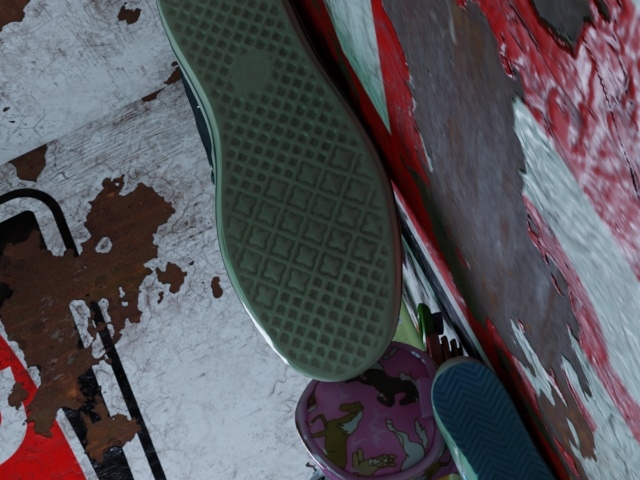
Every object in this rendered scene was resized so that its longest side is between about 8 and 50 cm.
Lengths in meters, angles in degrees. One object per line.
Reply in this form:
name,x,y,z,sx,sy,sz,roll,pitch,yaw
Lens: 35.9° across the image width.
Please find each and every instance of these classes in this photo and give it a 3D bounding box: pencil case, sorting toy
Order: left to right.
pencil case,0.106,0.250,1.117,0.160,0.167,0.386,43,173,34
sorting toy,0.135,0.112,1.094,0.102,0.042,0.061,-99,3,-55

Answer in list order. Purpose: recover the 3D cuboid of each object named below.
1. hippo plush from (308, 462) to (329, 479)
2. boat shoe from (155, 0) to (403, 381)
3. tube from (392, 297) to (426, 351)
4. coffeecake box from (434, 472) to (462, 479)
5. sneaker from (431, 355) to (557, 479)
hippo plush,0.075,0.373,1.472,0.234,0.237,0.294,-164,90,-74
boat shoe,-0.039,-0.092,1.047,0.156,0.187,0.500,53,-165,-74
tube,0.110,0.148,1.422,0.070,0.062,0.240,29,151,48
coffeecake box,0.087,0.326,0.954,0.068,0.185,0.142,26,-137,-44
sneaker,0.170,0.212,0.907,0.092,0.087,0.228,-17,-93,-84
